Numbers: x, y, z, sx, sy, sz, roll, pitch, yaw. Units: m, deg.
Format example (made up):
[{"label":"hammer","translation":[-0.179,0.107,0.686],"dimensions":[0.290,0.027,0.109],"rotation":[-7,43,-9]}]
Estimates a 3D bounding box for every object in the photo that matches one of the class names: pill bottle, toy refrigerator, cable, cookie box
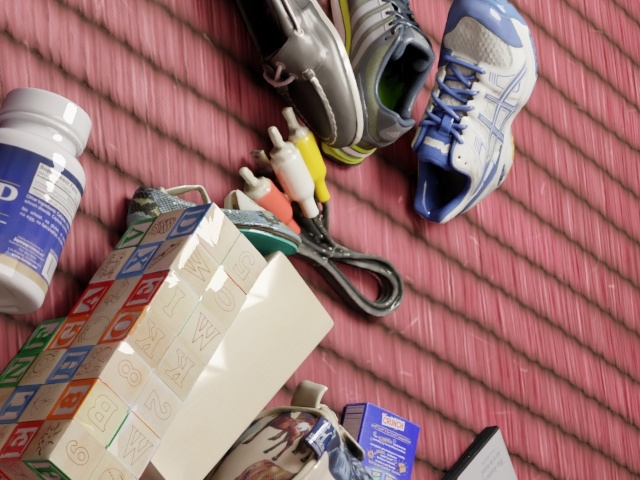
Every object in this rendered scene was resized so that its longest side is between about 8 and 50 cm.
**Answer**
[{"label":"pill bottle","translation":[-0.276,-0.038,1.367],"dimensions":[0.112,0.112,0.186],"rotation":[33,61,-35]},{"label":"toy refrigerator","translation":[-0.113,0.136,1.511],"dimensions":[0.102,0.094,0.269],"rotation":[53,51,-15]},{"label":"cable","translation":[0.000,0.000,1.651],"dimensions":[0.287,0.072,0.139],"rotation":[51,58,-26]},{"label":"cookie box","translation":[0.061,0.245,1.690],"dimensions":[0.092,0.040,0.107],"rotation":[29,66,-37]}]

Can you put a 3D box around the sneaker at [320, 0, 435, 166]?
[{"label":"sneaker","translation":[0.080,-0.234,1.728],"dimensions":[0.111,0.121,0.300],"rotation":[19,71,-41]}]

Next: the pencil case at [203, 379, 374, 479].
[{"label":"pencil case","translation":[0.046,0.349,1.578],"dimensions":[0.183,0.160,0.410],"rotation":[-43,114,-17]}]

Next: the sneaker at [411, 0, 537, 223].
[{"label":"sneaker","translation":[0.168,-0.142,1.730],"dimensions":[0.131,0.112,0.296],"rotation":[-43,145,-37]}]

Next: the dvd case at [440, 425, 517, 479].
[{"label":"dvd case","translation":[0.212,0.371,1.799],"dimensions":[0.180,0.022,0.253],"rotation":[-36,109,-56]}]

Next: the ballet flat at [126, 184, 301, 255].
[{"label":"ballet flat","translation":[-0.106,-0.025,1.539],"dimensions":[0.188,0.070,0.070],"rotation":[7,79,-28]}]

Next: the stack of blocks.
[{"label":"stack of blocks","translation":[-0.193,0.110,1.382],"dimensions":[0.087,0.171,0.297],"rotation":[49,53,-27]}]

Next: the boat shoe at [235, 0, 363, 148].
[{"label":"boat shoe","translation":[-0.056,-0.247,1.623],"dimensions":[0.095,0.112,0.335],"rotation":[-21,93,-26]}]
